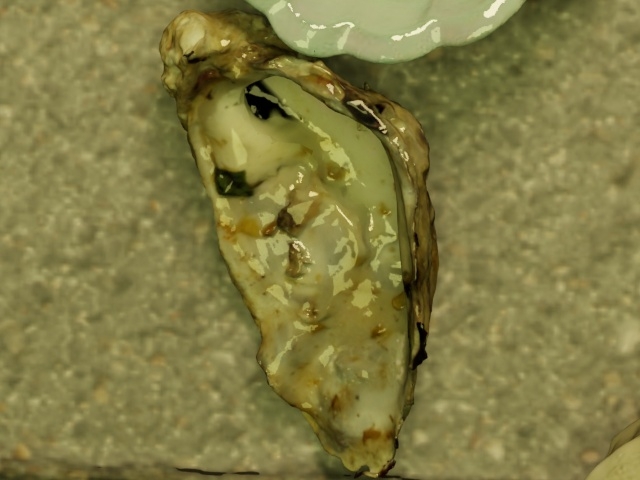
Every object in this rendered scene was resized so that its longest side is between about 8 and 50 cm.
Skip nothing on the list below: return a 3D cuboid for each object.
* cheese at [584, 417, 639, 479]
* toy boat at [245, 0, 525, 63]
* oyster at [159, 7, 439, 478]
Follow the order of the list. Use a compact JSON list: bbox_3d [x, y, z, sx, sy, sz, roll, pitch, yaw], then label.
[{"bbox_3d":[0.275,0.255,1.074,0.292,0.153,0.332,10,92,16],"label":"cheese"},{"bbox_3d":[0.077,-0.224,1.092,0.290,0.100,0.199,-30,93,6],"label":"toy boat"},{"bbox_3d":[-0.004,-0.001,1.132,0.166,0.094,0.294,-1,105,21],"label":"oyster"}]
